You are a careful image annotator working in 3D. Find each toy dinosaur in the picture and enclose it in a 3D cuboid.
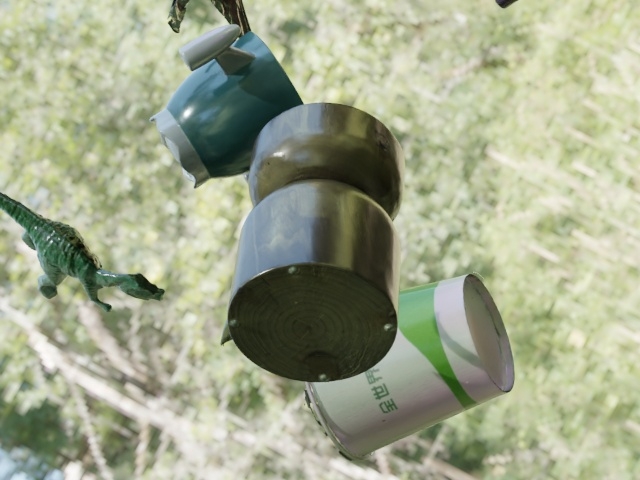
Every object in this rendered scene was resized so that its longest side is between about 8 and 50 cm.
[{"bbox_3d":[-0.369,0.000,1.876,0.076,0.383,0.129,-56,-8,-41],"label":"toy dinosaur"}]

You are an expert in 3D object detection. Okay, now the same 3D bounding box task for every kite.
[{"bbox_3d":[-0.169,-0.374,1.998,0.011,0.335,0.314,-20,41,24],"label":"kite"}]

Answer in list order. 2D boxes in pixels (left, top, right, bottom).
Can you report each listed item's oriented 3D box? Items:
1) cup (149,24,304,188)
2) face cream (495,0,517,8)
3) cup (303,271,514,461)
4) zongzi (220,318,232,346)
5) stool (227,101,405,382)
[{"bbox_3d":[-0.118,-0.155,1.898,0.173,0.167,0.300,-33,-35,-6],"label":"cup"},{"bbox_3d":[0.304,-0.341,1.635,0.273,0.078,0.078,-31,10,29],"label":"face cream"},{"bbox_3d":[0.135,0.178,2.241,0.274,0.253,0.253,-21,11,22],"label":"cup"},{"bbox_3d":[-0.072,0.075,1.733,0.130,0.062,0.154,-51,6,-6],"label":"zongzi"},{"bbox_3d":[0.000,0.000,1.607,0.264,0.179,0.179,-84,12,-46],"label":"stool"}]
